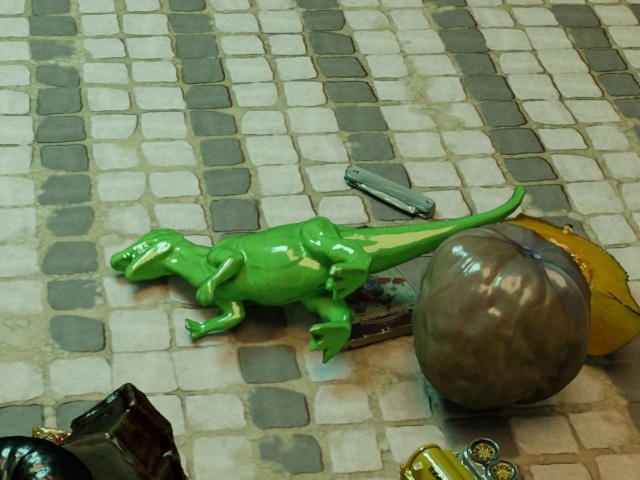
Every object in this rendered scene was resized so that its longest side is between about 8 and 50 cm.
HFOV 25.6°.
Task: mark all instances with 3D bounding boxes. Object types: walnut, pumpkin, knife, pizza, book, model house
[{"bbox_3d":[0.232,0.102,1.834,0.248,0.248,0.248,4,38,-3],"label":"walnut"},{"bbox_3d":[0.372,0.070,2.010,0.278,0.111,0.163,34,30,33],"label":"pumpkin"},{"bbox_3d":[0.107,-0.075,2.207,0.162,0.023,0.044,25,46,22],"label":"knife"},{"bbox_3d":[-0.309,0.260,1.716,0.099,0.029,0.100,2,38,-6],"label":"pizza"},{"bbox_3d":[0.052,0.061,2.023,0.158,0.026,0.231,-14,42,-23],"label":"book"},{"bbox_3d":[-0.225,0.255,1.689,0.165,0.106,0.152,51,31,-9],"label":"model house"},{"bbox_3d":[-0.337,0.311,1.558,0.202,0.140,0.202,-7,51,8],"label":"pumpkin"}]

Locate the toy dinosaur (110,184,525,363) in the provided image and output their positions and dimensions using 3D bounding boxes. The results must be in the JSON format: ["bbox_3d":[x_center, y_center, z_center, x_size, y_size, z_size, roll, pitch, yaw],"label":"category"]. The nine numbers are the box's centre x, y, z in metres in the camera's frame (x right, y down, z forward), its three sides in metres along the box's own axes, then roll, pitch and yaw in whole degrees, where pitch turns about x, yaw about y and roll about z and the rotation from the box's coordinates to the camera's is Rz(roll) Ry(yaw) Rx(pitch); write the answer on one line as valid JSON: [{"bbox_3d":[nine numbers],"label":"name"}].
[{"bbox_3d":[0.000,0.000,1.998,0.500,0.144,0.374,-28,35,-29],"label":"toy dinosaur"}]

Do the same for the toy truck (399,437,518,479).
[{"bbox_3d":[0.189,0.329,1.643,0.114,0.098,0.227,-18,41,-22],"label":"toy truck"}]
